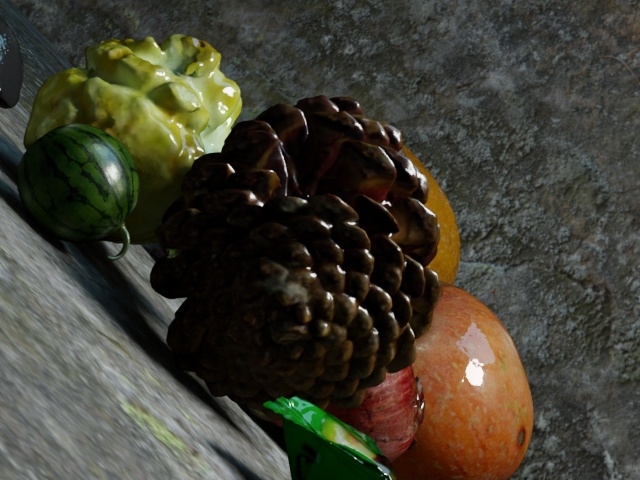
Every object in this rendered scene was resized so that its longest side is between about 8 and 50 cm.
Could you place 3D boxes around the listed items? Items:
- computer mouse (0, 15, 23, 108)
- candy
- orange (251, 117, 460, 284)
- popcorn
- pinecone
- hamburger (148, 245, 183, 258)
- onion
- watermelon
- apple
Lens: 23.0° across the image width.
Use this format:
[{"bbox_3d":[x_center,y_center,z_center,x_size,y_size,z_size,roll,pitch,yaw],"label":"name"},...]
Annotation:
[{"bbox_3d":[-0.390,-0.233,1.740,0.217,0.073,0.122,44,0,33],"label":"computer mouse"},{"bbox_3d":[0.024,0.196,1.157,0.141,0.078,0.203,59,-4,33],"label":"candy"},{"bbox_3d":[0.000,0.000,2.011,0.357,0.322,0.322,36,-2,14],"label":"orange"},{"bbox_3d":[-0.167,-0.084,1.429,0.204,0.183,0.221,7,-17,7],"label":"popcorn"},{"bbox_3d":[-0.009,0.001,1.307,0.246,0.246,0.292,45,32,-15],"label":"pinecone"},{"bbox_3d":[-0.098,-0.004,1.818,0.164,0.189,0.093,44,-27,40],"label":"hamburger"},{"bbox_3d":[0.000,0.136,1.429,0.184,0.147,0.184,38,-43,46],"label":"onion"},{"bbox_3d":[-0.191,-0.044,1.268,0.109,0.109,0.109,46,0,0],"label":"watermelon"},{"bbox_3d":[0.112,0.169,1.656,0.253,0.253,0.253,46,0,0],"label":"apple"}]
